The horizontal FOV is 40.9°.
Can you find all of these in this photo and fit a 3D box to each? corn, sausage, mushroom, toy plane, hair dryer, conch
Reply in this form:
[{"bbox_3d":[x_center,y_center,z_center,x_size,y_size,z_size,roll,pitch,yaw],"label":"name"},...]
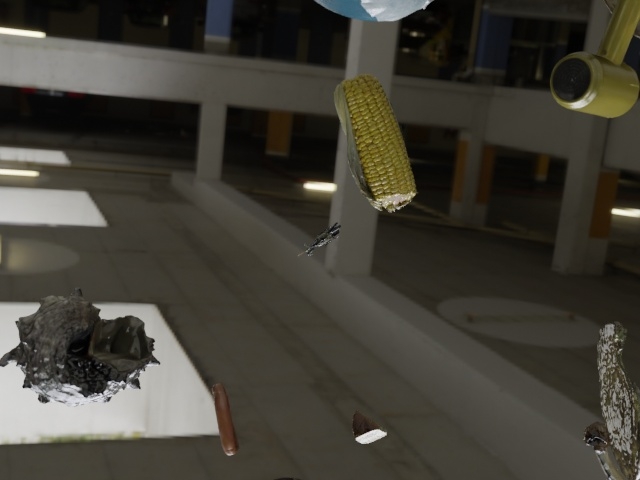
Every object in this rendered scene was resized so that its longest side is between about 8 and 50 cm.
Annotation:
[{"bbox_3d":[0.120,-0.212,1.872,0.122,0.305,0.123,-19,177,19],"label":"corn"},{"bbox_3d":[-0.233,0.435,2.094,0.040,0.176,0.047,-13,179,4],"label":"sausage"},{"bbox_3d":[0.601,0.456,1.777,0.060,0.187,0.061,-27,-169,10],"label":"mushroom"},{"bbox_3d":[0.000,0.000,1.902,0.121,0.031,0.049,-36,176,13],"label":"toy plane"},{"bbox_3d":[0.451,-0.328,1.306,0.135,0.278,0.090,1,-156,-43],"label":"hair dryer"},{"bbox_3d":[-0.484,0.218,1.750,0.313,0.240,0.186,9,170,-17],"label":"conch"}]

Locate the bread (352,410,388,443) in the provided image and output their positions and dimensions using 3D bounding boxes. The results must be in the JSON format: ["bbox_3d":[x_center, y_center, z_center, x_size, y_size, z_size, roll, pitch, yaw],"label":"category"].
[{"bbox_3d":[0.104,0.441,1.997,0.043,0.062,0.109,38,173,-31],"label":"bread"}]

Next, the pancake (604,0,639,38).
[{"bbox_3d":[0.636,-0.471,1.575,0.242,0.241,0.050,10,172,20],"label":"pancake"}]

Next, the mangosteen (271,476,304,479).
[{"bbox_3d":[-0.102,0.598,1.730,0.289,0.231,0.231,-6,-169,1],"label":"mangosteen"}]

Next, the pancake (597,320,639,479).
[{"bbox_3d":[0.554,0.290,1.576,0.033,0.286,0.288,-2,-178,4],"label":"pancake"}]

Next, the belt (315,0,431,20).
[{"bbox_3d":[0.045,-0.556,1.347,0.300,0.436,0.173,-32,170,-1],"label":"belt"}]
